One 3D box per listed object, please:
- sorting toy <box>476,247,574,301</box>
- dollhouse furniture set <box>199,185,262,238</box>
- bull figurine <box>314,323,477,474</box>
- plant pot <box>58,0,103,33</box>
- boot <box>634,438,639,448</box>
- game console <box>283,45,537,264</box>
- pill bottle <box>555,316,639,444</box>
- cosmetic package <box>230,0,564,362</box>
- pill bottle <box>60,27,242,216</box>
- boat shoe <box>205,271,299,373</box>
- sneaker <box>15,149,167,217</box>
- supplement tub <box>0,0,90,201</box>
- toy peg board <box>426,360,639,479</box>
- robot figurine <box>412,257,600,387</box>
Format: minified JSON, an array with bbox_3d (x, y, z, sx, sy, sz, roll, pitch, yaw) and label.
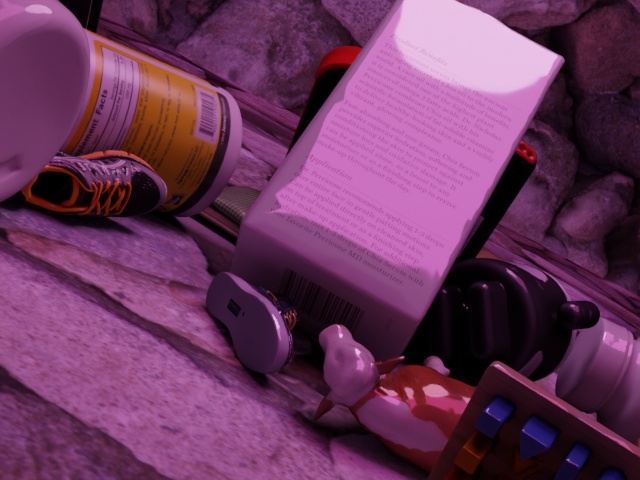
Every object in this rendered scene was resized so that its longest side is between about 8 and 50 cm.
[{"bbox_3d":[0.301,0.092,1.904,0.255,0.089,0.257,32,12,21],"label":"sorting toy"},{"bbox_3d":[-0.021,-0.044,1.579,0.301,0.151,0.197,31,12,17],"label":"dollhouse furniture set"},{"bbox_3d":[0.131,0.179,1.082,0.310,0.101,0.188,29,9,5],"label":"bull figurine"},{"bbox_3d":[-0.467,-0.341,1.815,0.167,0.187,0.188,13,14,-9],"label":"plant pot"},{"bbox_3d":[0.441,0.311,1.256,0.207,0.090,0.248,29,7,16],"label":"boot"},{"bbox_3d":[0.108,-0.090,1.667,0.342,0.386,0.060,28,50,3],"label":"game console"},{"bbox_3d":[0.496,0.235,1.511,0.318,0.176,0.176,28,11,-2],"label":"pill bottle"},{"bbox_3d":[0.098,-0.089,1.347,0.230,0.453,0.161,30,-31,6],"label":"cosmetic package"},{"bbox_3d":[-0.280,-0.158,1.383,0.334,0.188,0.188,19,14,-38],"label":"pill bottle"},{"bbox_3d":[-0.051,0.088,1.143,0.083,0.065,0.183,20,13,-30],"label":"boat shoe"},{"bbox_3d":[-0.271,-0.059,1.257,0.215,0.084,0.083,7,24,-37],"label":"sneaker"},{"bbox_3d":[-0.425,-0.200,1.101,0.325,0.235,0.235,32,12,16],"label":"supplement tub"},{"bbox_3d":[0.166,0.215,0.898,0.161,0.160,0.079,31,27,17],"label":"toy peg board"},{"bbox_3d":[0.237,0.108,1.461,0.209,0.173,0.278,38,15,28],"label":"robot figurine"}]
